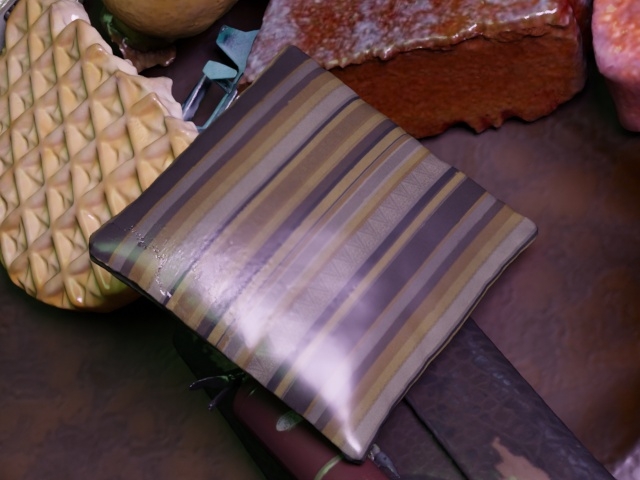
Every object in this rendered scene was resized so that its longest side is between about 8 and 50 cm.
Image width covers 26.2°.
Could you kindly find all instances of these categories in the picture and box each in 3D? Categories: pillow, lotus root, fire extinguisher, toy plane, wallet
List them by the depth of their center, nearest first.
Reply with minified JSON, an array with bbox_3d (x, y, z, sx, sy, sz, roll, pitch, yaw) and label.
[{"bbox_3d":[-0.005,0.117,0.839,0.078,0.045,0.157,-32,49,-22],"label":"fire extinguisher"},{"bbox_3d":[0.000,0.000,0.851,0.212,0.052,0.208,37,61,10],"label":"pillow"},{"bbox_3d":[0.037,0.110,0.868,0.170,0.044,0.321,-41,55,2],"label":"wallet"},{"bbox_3d":[-0.088,-0.240,0.984,0.303,0.131,0.146,-42,10,48],"label":"lotus root"},{"bbox_3d":[-0.095,-0.055,1.012,0.096,0.060,0.235,23,79,46],"label":"toy plane"}]

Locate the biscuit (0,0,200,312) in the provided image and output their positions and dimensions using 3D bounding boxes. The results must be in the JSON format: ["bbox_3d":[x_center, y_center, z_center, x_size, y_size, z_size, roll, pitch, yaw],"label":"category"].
[{"bbox_3d":[-0.186,-0.058,1.007,0.309,0.040,0.204,46,116,42],"label":"biscuit"}]

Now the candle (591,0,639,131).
[{"bbox_3d":[0.287,-0.190,0.865,0.287,0.131,0.317,-38,54,5],"label":"candle"}]

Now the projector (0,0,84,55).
[{"bbox_3d":[-0.339,-0.175,1.163,0.269,0.088,0.193,-37,52,2],"label":"projector"}]

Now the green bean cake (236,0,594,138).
[{"bbox_3d":[0.077,-0.151,0.956,0.233,0.097,0.198,4,65,26],"label":"green bean cake"}]
